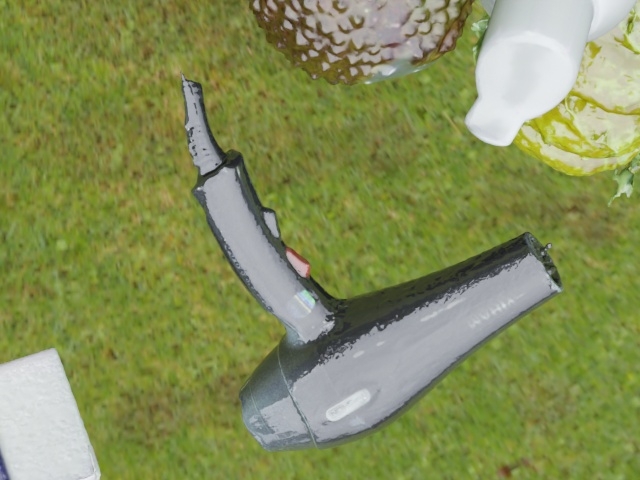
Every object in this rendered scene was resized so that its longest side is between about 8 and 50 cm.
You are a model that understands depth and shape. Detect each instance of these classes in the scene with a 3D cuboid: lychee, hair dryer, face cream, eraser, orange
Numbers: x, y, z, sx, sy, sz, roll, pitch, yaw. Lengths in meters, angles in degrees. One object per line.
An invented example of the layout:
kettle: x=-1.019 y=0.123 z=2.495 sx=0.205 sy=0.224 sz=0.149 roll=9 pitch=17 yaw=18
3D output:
lychee: x=0.020 y=-0.185 z=0.858 sx=0.171 sy=0.171 sz=0.171 roll=-6 pitch=119 yaw=-11
hair dryer: x=0.000 y=0.000 z=0.849 sx=0.235 sy=0.091 sz=0.271 roll=-31 pitch=111 yaw=17
face cream: x=0.188 y=-0.236 z=1.006 sx=0.145 sy=0.369 sz=0.145 roll=13 pitch=146 yaw=9
eraser: x=-0.326 y=0.189 z=1.035 sx=0.287 sy=0.130 sz=0.086 roll=-16 pitch=157 yaw=-20
orange: x=0.274 y=-0.217 z=1.346 sx=0.223 sy=0.300 sz=0.301 roll=20 pitch=143 yaw=-2
